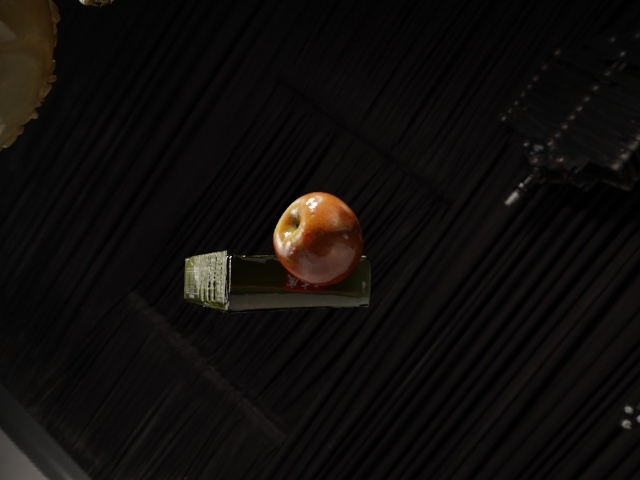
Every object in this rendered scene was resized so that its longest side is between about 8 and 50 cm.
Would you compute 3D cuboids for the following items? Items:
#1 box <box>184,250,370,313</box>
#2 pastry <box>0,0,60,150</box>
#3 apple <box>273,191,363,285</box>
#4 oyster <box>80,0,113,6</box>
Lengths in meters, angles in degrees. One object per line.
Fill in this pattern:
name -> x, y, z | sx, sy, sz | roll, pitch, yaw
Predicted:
box -> -0.130, 0.104, 1.312 | 0.372, 0.138, 0.420 | 3, -4, -28
pastry -> -0.508, -0.264, 0.575 | 0.409, 0.410, 0.245 | 34, 24, -16
apple -> 0.000, 0.000, 0.867 | 0.139, 0.163, 0.163 | 28, 13, -32
oyster -> -0.481, -0.525, 1.051 | 0.103, 0.051, 0.148 | 12, 28, -5
